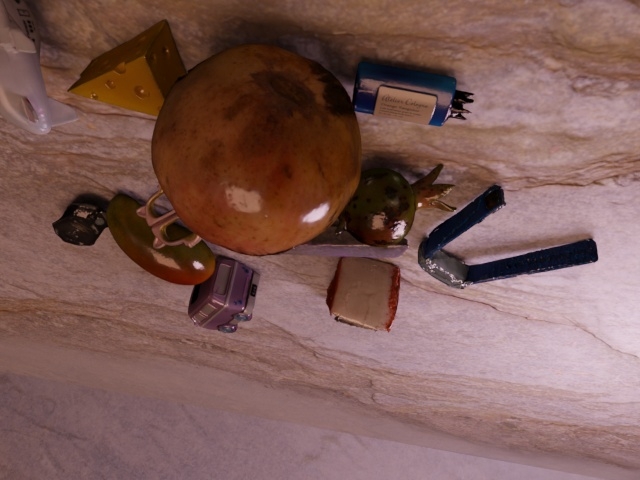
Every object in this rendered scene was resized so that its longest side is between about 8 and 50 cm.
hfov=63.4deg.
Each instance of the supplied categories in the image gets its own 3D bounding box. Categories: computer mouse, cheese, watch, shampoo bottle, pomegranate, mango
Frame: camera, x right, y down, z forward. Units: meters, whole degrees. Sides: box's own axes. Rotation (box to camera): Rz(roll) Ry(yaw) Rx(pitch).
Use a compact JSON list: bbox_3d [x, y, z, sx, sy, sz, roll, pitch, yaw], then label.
[{"bbox_3d":[-0.574,-0.047,1.262,0.192,0.062,0.106,-26,130,34],"label":"computer mouse"},{"bbox_3d":[-0.318,-0.270,0.837,0.171,0.093,0.126,4,145,13],"label":"cheese"},{"bbox_3d":[0.371,0.023,1.083,0.276,0.068,0.274,26,138,-19],"label":"watch"},{"bbox_3d":[0.142,-0.222,0.802,0.183,0.050,0.087,10,143,2],"label":"shampoo bottle"},{"bbox_3d":[0.139,-0.059,0.955,0.220,0.156,0.156,2,145,6],"label":"pomegranate"},{"bbox_3d":[-0.384,0.011,1.235,0.289,0.129,0.146,34,142,-15],"label":"mango"},{"bbox_3d":[-0.089,-0.133,0.768,0.322,0.322,0.322,8,145,6],"label":"pomegranate"}]

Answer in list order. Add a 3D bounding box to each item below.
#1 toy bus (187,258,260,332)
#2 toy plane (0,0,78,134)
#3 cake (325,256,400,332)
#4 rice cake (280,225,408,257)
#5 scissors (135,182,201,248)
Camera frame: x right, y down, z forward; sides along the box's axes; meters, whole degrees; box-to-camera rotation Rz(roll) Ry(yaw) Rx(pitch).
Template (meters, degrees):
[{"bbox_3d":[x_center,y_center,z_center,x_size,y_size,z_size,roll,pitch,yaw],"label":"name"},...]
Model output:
[{"bbox_3d":[-0.261,0.151,1.384,0.142,0.142,0.202,22,144,-24],"label":"toy bus"},{"bbox_3d":[-0.482,-0.287,0.802,0.252,0.118,0.252,38,143,36],"label":"toy plane"},{"bbox_3d":[0.098,0.120,1.308,0.158,0.160,0.262,15,180,-5],"label":"cake"},{"bbox_3d":[-0.001,-0.001,1.152,0.399,0.064,0.070,1,154,16],"label":"rice cake"},{"bbox_3d":[-0.256,-0.083,1.094,0.317,0.024,0.160,-24,93,23],"label":"scissors"}]
